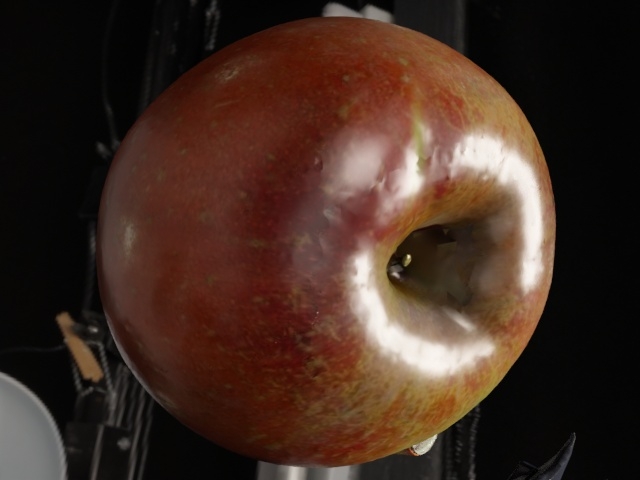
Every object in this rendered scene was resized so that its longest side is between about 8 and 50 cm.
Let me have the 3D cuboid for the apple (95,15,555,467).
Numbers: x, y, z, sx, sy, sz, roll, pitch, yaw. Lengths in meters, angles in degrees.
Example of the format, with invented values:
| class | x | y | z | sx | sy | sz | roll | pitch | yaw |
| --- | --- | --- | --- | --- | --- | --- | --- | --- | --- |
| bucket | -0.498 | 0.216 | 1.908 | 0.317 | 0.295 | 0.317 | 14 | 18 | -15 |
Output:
| class | x | y | z | sx | sy | sz | roll | pitch | yaw |
| --- | --- | --- | --- | --- | --- | --- | --- | --- | --- |
| apple | 0.000 | 0.000 | 0.716 | 0.277 | 0.348 | 0.348 | 19 | -99 | 57 |

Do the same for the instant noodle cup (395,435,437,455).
| class | x | y | z | sx | sy | sz | roll | pitch | yaw |
| --- | --- | --- | --- | --- | --- | --- | --- | --- | --- |
| instant noodle cup | 0.072 | 0.205 | 1.276 | 0.174 | 0.213 | 0.213 | 5 | -105 | 25 |

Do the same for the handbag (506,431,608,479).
| class | x | y | z | sx | sy | sz | roll | pitch | yaw |
| --- | --- | --- | --- | --- | --- | --- | --- | --- | --- |
| handbag | 0.155 | 0.345 | 0.952 | 0.326 | 0.269 | 0.118 | -41 | -101 | 20 |
